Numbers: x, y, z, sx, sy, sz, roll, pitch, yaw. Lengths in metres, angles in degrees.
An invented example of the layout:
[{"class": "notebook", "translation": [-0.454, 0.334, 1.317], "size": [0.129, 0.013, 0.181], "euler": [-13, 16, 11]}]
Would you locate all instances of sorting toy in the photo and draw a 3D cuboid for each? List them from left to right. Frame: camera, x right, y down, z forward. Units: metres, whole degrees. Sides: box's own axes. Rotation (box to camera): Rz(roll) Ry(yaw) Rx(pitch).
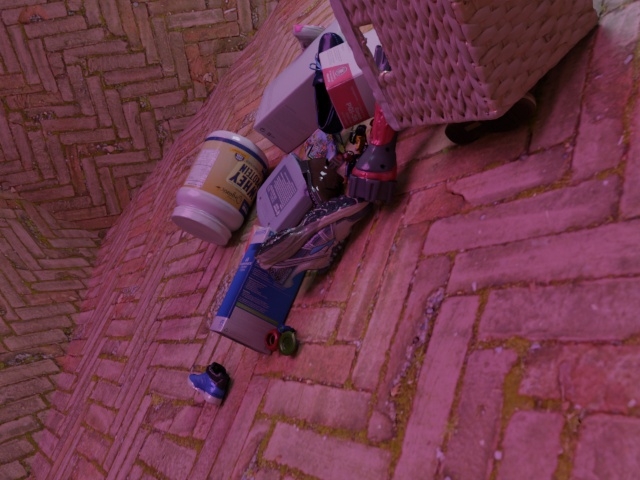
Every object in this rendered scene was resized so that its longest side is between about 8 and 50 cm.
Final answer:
[{"class": "sorting toy", "translation": [-0.074, 0.213, 1.135], "size": [0.102, 0.042, 0.061], "euler": [3, 79, 46]}]

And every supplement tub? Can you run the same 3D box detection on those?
[{"class": "supplement tub", "translation": [-0.324, -0.166, 1.709], "size": [0.228, 0.228, 0.316], "euler": [-6, 57, 56]}]

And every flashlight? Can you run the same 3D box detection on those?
[{"class": "flashlight", "translation": [0.123, -0.232, 1.068], "size": [0.103, 0.103, 0.304], "euler": [-140, 54, -65]}]

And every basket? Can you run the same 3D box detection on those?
[{"class": "basket", "translation": [0.240, -0.406, 0.891], "size": [0.331, 0.328, 0.266], "euler": [-42, 29, -20]}]

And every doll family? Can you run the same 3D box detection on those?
[{"class": "doll family", "translation": [0.094, -0.198, 1.184], "size": [0.076, 0.111, 0.193], "euler": [4, 58, 10]}]

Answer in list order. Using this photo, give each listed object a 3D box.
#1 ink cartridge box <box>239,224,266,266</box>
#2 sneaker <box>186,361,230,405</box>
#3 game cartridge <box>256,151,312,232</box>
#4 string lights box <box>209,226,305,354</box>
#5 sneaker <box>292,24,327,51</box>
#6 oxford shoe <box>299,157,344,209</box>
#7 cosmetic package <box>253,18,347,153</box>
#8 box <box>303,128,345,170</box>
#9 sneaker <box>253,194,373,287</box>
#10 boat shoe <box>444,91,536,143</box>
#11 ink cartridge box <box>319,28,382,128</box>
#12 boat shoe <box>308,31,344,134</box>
[{"class": "ink cartridge box", "translation": [-0.173, 0.071, 1.376], "size": [0.179, 0.045, 0.145], "euler": [-99, 28, -52]}, {"class": "sneaker", "translation": [-0.270, 0.333, 1.290], "size": [0.152, 0.058, 0.085], "euler": [13, 78, 56]}, {"class": "game cartridge", "translation": [-0.102, -0.123, 1.501], "size": [0.196, 0.060, 0.294], "euler": [-46, 29, 13]}, {"class": "string lights box", "translation": [-0.132, 0.114, 1.217], "size": [0.076, 0.133, 0.260], "euler": [-9, 54, 58]}, {"class": "sneaker", "translation": [-0.008, -0.607, 1.696], "size": [0.103, 0.252, 0.111], "euler": [14, 90, 32]}, {"class": "oxford shoe", "translation": [0.016, -0.126, 1.284], "size": [0.096, 0.083, 0.227], "euler": [-18, 54, 2]}, {"class": "cosmetic package", "translation": [-0.023, -0.468, 1.622], "size": [0.385, 0.156, 0.217], "euler": [-28, 40, 41]}, {"class": "box", "translation": [0.011, -0.249, 1.466], "size": [0.114, 0.036, 0.207], "euler": [-44, 31, 23]}, {"class": "sneaker", "translation": [0.000, 0.000, 1.169], "size": [0.283, 0.122, 0.110], "euler": [-31, 18, 2]}, {"class": "boat shoe", "translation": [0.308, -0.236, 0.957], "size": [0.190, 0.068, 0.072], "euler": [-6, 45, 56]}, {"class": "ink cartridge box", "translation": [0.152, -0.398, 1.206], "size": [0.283, 0.117, 0.207], "euler": [-21, 38, 11]}, {"class": "boat shoe", "translation": [0.029, -0.409, 1.373], "size": [0.109, 0.089, 0.258], "euler": [-3, 97, 33]}]
